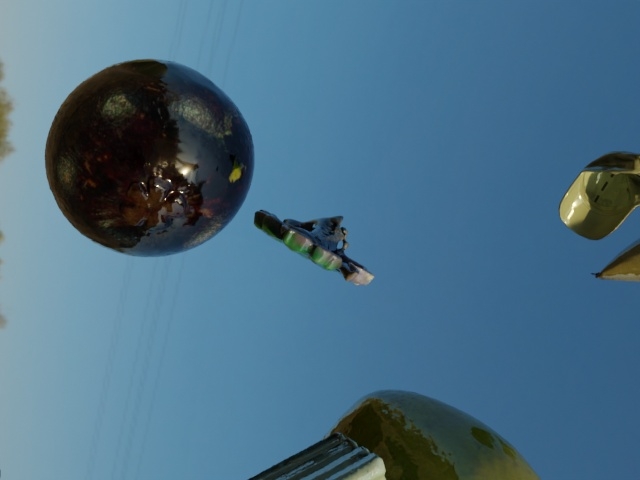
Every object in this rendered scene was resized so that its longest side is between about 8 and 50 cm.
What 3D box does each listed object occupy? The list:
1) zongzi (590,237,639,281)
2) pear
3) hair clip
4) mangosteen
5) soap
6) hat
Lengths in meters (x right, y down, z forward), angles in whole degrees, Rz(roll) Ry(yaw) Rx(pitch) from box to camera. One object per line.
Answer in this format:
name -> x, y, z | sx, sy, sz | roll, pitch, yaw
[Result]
zongzi -> 0.665, 0.044, 1.370 | 0.256, 0.228, 0.115 | -21, -100, 9
pear -> 0.117, 0.308, 0.704 | 0.307, 0.253, 0.253 | 47, -55, 44
hair clip -> 0.000, -0.002, 0.643 | 0.052, 0.124, 0.195 | -65, 174, 4
mangosteen -> -0.230, -0.117, 0.931 | 0.288, 0.288, 0.288 | -13, -105, 57
soap -> -0.042, 0.244, 0.578 | 0.063, 0.198, 0.114 | 69, -18, -3
hat -> 0.468, -0.074, 1.081 | 0.122, 0.081, 0.166 | 35, -75, 14
